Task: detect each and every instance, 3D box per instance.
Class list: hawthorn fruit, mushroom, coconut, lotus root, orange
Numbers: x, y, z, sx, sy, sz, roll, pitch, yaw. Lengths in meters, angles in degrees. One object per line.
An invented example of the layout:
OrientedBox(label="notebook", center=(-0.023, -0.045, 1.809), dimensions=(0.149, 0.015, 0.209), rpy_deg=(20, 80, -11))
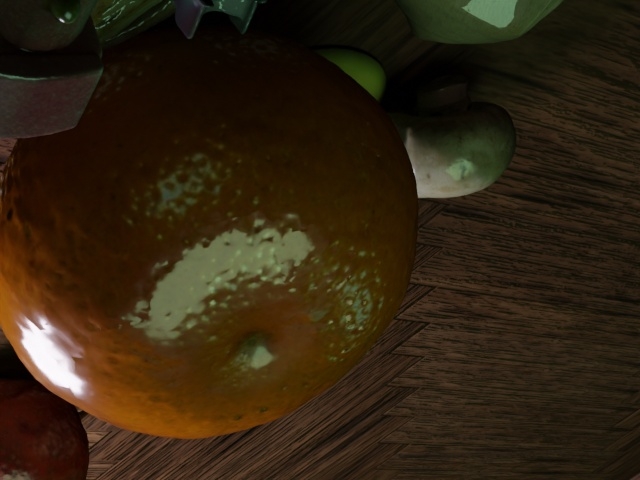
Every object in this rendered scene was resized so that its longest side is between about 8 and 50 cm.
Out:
OrientedBox(label="hawthorn fruit", center=(-0.356, 0.251, 2.310), dimensions=(0.243, 0.207, 0.207), rpy_deg=(-25, 161, -37))
OrientedBox(label="mushroom", center=(0.130, -0.111, 2.065), dimensions=(0.166, 0.127, 0.166), rpy_deg=(-11, -172, 2))
OrientedBox(label="coconut", center=(0.139, -0.272, 1.679), dimensions=(0.224, 0.224, 0.224), rpy_deg=(-19, 155, -9))
OrientedBox(label="lotus root", center=(-0.198, -0.219, 1.648), dimensions=(0.144, 0.070, 0.143), rpy_deg=(-37, 157, 16))
OrientedBox(label="orange", center=(-0.114, -0.016, 1.813), dimensions=(0.424, 0.326, 0.424), rpy_deg=(-13, 137, -12))

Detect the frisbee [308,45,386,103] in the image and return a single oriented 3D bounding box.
OrientedBox(label="frisbee", center=(-0.037, -0.129, 2.022), dimensions=(0.236, 0.017, 0.236), rpy_deg=(-19, 154, -9))

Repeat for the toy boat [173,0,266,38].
OrientedBox(label="toy boat", center=(-0.047, -0.300, 1.519), dimensions=(0.134, 0.092, 0.299), rpy_deg=(-12, 143, -39))

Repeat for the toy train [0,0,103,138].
OrientedBox(label="toy train", center=(-0.213, -0.238, 1.415), dimensions=(0.150, 0.221, 0.304), rpy_deg=(-4, 148, -31))
